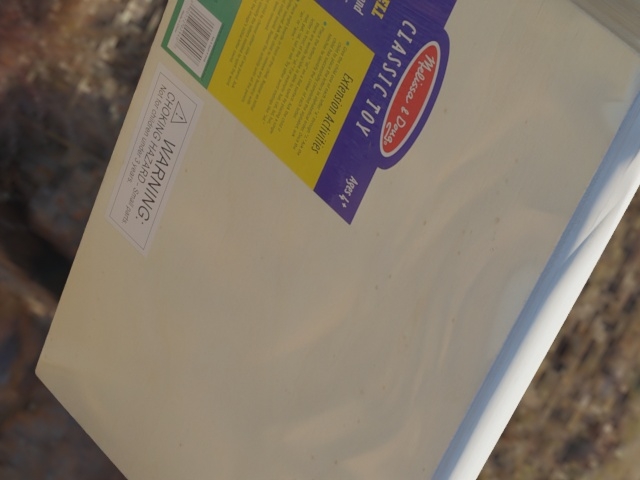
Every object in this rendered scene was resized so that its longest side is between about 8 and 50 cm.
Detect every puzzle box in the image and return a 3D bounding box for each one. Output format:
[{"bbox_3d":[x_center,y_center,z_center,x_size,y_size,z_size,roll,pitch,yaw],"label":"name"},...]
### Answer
[{"bbox_3d":[0.000,0.000,0.899,0.052,0.272,0.409,-13,137,-45],"label":"puzzle box"}]
